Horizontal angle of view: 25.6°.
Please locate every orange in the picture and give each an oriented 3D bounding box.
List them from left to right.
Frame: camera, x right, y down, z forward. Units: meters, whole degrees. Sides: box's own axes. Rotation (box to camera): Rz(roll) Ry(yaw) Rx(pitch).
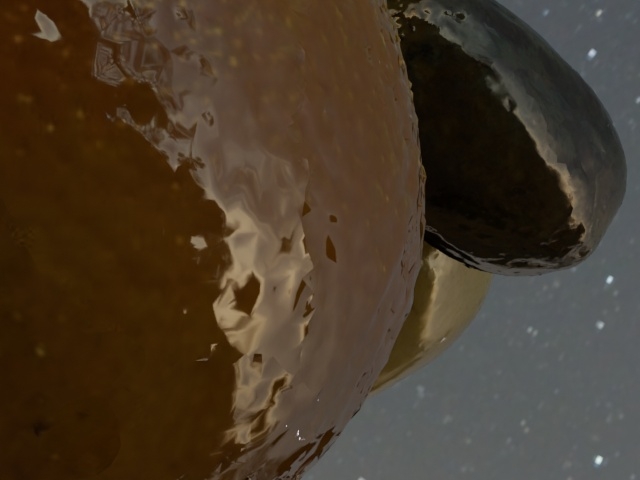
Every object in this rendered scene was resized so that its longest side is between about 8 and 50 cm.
[{"bbox_3d":[-0.105,-0.020,0.430,0.274,0.274,0.274,19,-47,21],"label":"orange"}]

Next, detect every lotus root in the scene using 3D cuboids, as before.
[{"bbox_3d":[0.109,-0.082,1.022,0.275,0.160,0.152,35,-29,-26],"label":"lotus root"}]

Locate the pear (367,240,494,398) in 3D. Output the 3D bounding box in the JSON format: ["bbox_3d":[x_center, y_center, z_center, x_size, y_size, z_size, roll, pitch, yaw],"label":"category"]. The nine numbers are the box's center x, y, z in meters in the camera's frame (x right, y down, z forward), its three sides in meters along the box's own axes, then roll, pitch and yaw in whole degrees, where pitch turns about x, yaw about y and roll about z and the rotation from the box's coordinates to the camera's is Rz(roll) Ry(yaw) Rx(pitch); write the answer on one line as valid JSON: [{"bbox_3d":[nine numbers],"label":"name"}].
[{"bbox_3d":[0.000,0.000,1.232,0.309,0.309,0.309,19,-47,21],"label":"pear"}]
